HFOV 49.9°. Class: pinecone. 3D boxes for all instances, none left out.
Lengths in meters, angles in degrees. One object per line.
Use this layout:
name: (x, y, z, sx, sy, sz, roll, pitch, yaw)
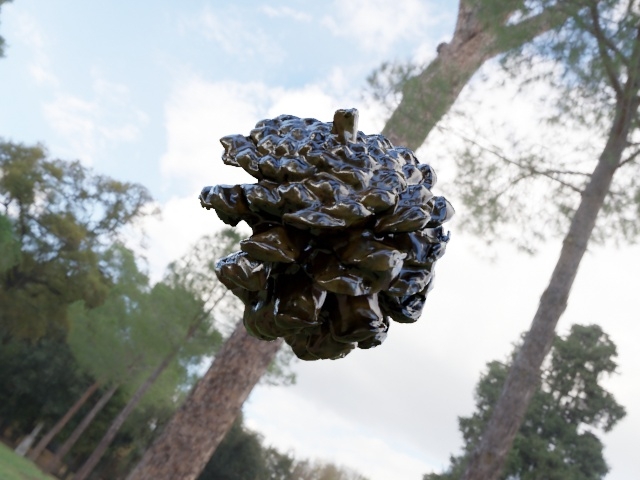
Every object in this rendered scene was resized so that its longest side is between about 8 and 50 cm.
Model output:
pinecone: (0.011, -0.001, 0.665, 0.243, 0.243, 0.257, 11, -46, 41)
